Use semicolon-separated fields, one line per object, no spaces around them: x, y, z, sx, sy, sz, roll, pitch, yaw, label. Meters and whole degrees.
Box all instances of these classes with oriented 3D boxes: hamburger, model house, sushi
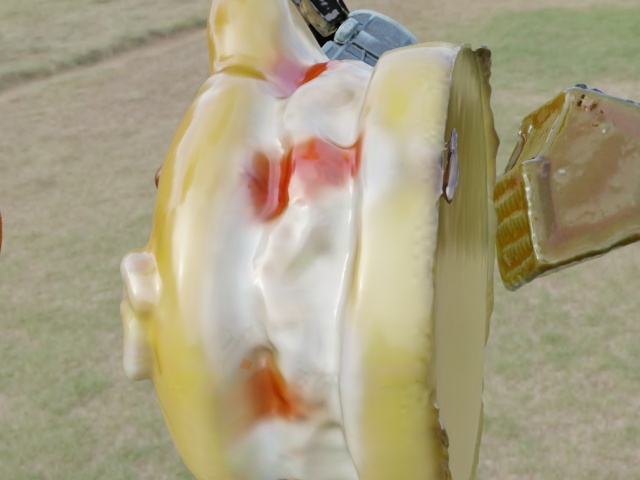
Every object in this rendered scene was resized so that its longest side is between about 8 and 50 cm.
0.000;0.000;0.581;0.186;0.302;0.261;4;2;13;hamburger
0.286;-0.037;1.217;0.173;0.239;0.268;31;-15;-2;model house
-0.020;-0.360;1.607;0.064;0.359;0.343;-35;38;2;sushi

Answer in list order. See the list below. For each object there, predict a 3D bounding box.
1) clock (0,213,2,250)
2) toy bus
-0.330;0.013;0.764;0.205;0.205;0.051;-24;43;-36;clock
0.020;-0.176;1.328;0.121;0.120;0.265;33;57;8;toy bus
